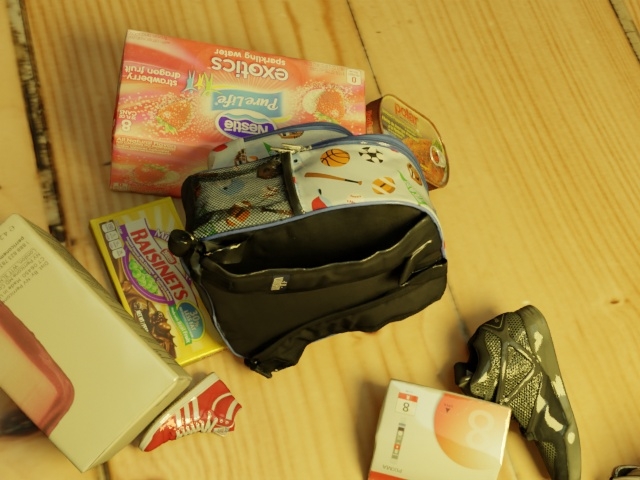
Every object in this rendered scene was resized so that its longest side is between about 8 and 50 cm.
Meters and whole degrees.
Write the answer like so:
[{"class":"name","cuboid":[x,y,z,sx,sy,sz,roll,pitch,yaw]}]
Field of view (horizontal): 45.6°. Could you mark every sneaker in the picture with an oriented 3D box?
[{"class":"sneaker","cuboid":[-0.140,0.207,0.848,0.067,0.042,0.118,44,60,8]},{"class":"sneaker","cuboid":[0.242,0.206,0.951,0.130,0.087,0.227,-17,89,-1]}]

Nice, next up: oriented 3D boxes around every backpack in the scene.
[{"class":"backpack","cuboid":[0.000,0.000,0.833,0.264,0.276,0.213,-8,56,6]}]

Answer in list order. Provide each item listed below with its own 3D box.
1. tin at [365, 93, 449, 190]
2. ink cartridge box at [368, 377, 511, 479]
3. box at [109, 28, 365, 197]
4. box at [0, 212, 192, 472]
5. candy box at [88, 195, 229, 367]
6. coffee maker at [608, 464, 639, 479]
[{"class":"tin","cuboid":[0.117,-0.128,1.025,0.190,0.040,0.106,20,63,-52]},{"class":"ink cartridge box","cuboid":[0.129,0.262,0.872,0.146,0.045,0.179,13,73,5]},{"class":"box","cuboid":[-0.104,-0.138,0.954,0.300,0.142,0.154,7,66,-14]},{"class":"box","cuboid":[-0.261,0.105,0.781,0.232,0.148,0.127,45,80,5]},{"class":"candy box","cuboid":[-0.191,0.052,0.909,0.105,0.027,0.205,-19,74,-26]},{"class":"coffee maker","cuboid":[0.440,0.340,0.895,0.120,0.178,0.171,-2,68,-18]}]
